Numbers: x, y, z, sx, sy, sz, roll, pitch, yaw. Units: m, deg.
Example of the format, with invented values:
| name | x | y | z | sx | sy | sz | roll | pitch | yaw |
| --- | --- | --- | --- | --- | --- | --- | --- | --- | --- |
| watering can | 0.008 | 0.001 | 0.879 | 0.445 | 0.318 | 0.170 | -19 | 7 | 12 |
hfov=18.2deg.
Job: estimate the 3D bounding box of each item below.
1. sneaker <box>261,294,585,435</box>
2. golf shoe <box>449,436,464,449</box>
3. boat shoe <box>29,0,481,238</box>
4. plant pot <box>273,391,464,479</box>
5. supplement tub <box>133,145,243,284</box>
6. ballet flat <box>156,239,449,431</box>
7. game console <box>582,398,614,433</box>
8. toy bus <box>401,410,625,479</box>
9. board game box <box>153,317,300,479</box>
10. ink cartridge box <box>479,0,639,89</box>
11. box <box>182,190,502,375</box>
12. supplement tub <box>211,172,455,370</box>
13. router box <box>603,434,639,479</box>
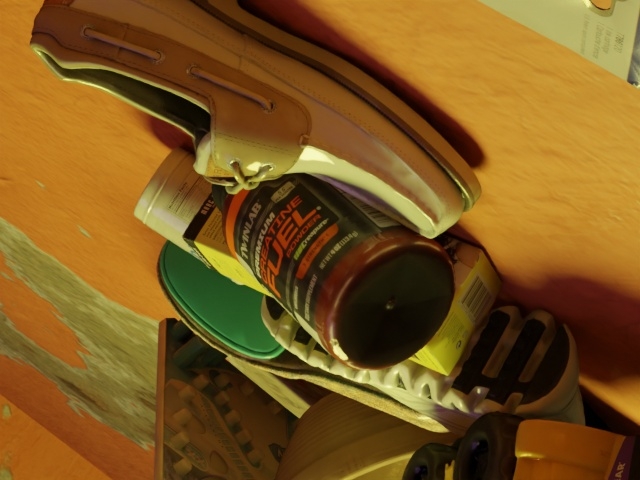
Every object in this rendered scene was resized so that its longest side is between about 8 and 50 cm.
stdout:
| name | x | y | z | sx | sy | sz | roll | pitch | yaw |
| --- | --- | --- | --- | --- | --- | --- | --- | --- | --- |
| sneaker | 0.076 | 0.090 | 1.522 | 0.292 | 0.110 | 0.118 | 23 | 158 | 37 |
| golf shoe | 0.149 | 0.252 | 1.715 | 0.105 | 0.120 | 0.273 | 51 | -172 | 30 |
| boat shoe | -0.044 | -0.081 | 1.271 | 0.302 | 0.103 | 0.113 | 33 | 164 | 2 |
| plant pot | 0.049 | 0.200 | 1.804 | 0.237 | 0.237 | 0.110 | 65 | -177 | -61 |
| supplement tub | -0.087 | -0.019 | 1.597 | 0.107 | 0.071 | 0.071 | 32 | 164 | 4 |
| ballet flat | 0.001 | 0.083 | 1.674 | 0.316 | 0.107 | 0.106 | 27 | 170 | 26 |
| game console | 0.262 | 0.185 | 1.499 | 0.213 | 0.044 | 0.361 | 47 | 159 | 4 |
| toy bus | 0.146 | 0.247 | 1.417 | 0.149 | 0.211 | 0.220 | 16 | 157 | -21 |
| board game box | -0.007 | 0.285 | 1.964 | 0.390 | 0.050 | 0.390 | 41 | -158 | -26 |
| ink cartridge box | 0.019 | -0.198 | 0.882 | 0.333 | 0.065 | 0.165 | 31 | 164 | 14 |
| box | 0.014 | 0.014 | 1.473 | 0.232 | 0.087 | 0.058 | 22 | 162 | 33 |
| supplement tub | 0.000 | 0.000 | 1.377 | 0.198 | 0.106 | 0.106 | 42 | 175 | 47 |
| router box | 0.363 | 0.226 | 1.290 | 0.243 | 0.081 | 0.309 | -16 | 132 | 44 |
